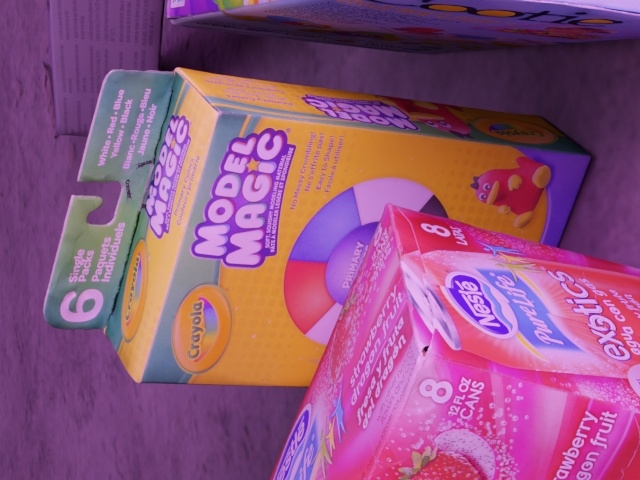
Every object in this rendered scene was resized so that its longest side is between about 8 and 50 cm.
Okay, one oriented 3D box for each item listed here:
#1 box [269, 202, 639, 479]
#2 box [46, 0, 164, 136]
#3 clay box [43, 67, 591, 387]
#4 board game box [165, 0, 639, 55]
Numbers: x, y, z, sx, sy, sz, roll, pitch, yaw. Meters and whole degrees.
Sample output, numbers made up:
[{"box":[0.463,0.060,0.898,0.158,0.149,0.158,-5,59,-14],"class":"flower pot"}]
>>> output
[{"box":[0.047,0.129,0.701,0.122,0.128,0.256,-99,27,-59],"class":"box"},{"box":[-0.118,-0.143,0.927,0.324,0.067,0.063,109,164,-71],"class":"box"},{"box":[0.000,0.000,0.723,0.053,0.222,0.127,45,125,50],"class":"clay box"},{"box":[0.046,-0.158,0.689,0.275,0.144,0.142,-168,83,-68],"class":"board game box"}]
